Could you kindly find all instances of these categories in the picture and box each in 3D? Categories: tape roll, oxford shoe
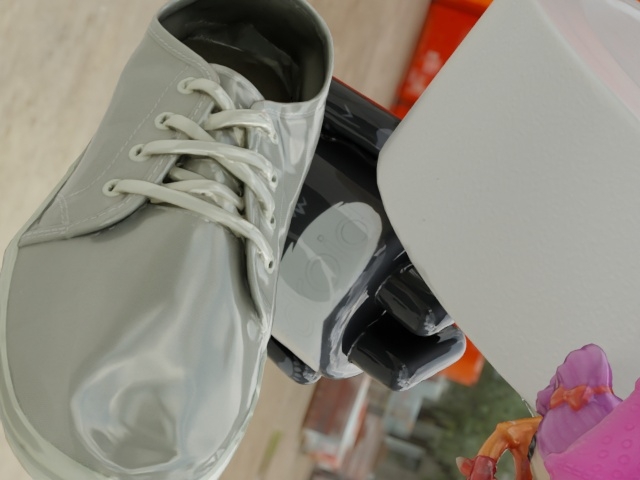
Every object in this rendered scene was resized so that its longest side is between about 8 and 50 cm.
[{"bbox_3d":[0.163,0.012,0.652,0.100,0.286,0.286,-51,-178,21],"label":"tape roll"},{"bbox_3d":[-0.084,-0.022,0.998,0.130,0.169,0.449,-56,-168,39],"label":"oxford shoe"}]

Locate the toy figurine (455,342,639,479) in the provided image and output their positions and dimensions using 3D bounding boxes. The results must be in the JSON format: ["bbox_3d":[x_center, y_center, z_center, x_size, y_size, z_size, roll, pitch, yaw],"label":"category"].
[{"bbox_3d":[0.079,0.094,0.464,0.173,0.130,0.159,-113,-153,-43],"label":"toy figurine"}]

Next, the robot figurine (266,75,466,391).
[{"bbox_3d":[0.002,-0.002,1.305,0.209,0.278,0.173,-51,156,-4],"label":"robot figurine"}]

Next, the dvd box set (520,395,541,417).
[{"bbox_3d":[0.299,-0.027,1.252,0.420,0.308,0.062,-33,-169,-24],"label":"dvd box set"}]
